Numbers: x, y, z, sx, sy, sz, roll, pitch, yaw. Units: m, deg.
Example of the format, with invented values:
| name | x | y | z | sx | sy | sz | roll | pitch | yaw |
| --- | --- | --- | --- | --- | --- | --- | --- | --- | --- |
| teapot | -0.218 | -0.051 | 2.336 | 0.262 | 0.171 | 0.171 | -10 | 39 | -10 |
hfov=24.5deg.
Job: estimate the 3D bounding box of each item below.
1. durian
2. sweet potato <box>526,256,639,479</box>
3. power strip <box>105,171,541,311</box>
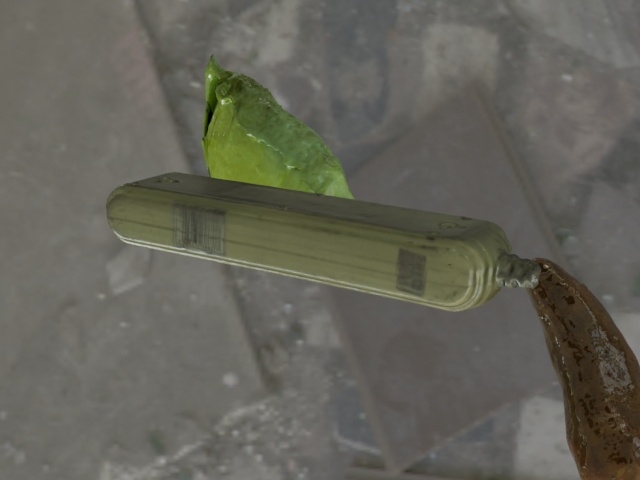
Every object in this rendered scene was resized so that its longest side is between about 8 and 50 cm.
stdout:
| name | x | y | z | sx | sy | sz | roll | pitch | yaw |
| --- | --- | --- | --- | --- | --- | --- | --- | --- | --- |
| durian | -0.049 | -0.079 | 1.489 | 0.250 | 0.101 | 0.139 | 46 | 129 | 38 |
| sweet potato | 0.271 | 0.142 | 1.446 | 0.097 | 0.097 | 0.292 | -40 | 49 | 30 |
| power strip | 0.000 | 0.000 | 1.210 | 0.387 | 0.092 | 0.066 | 10 | 108 | 29 |
